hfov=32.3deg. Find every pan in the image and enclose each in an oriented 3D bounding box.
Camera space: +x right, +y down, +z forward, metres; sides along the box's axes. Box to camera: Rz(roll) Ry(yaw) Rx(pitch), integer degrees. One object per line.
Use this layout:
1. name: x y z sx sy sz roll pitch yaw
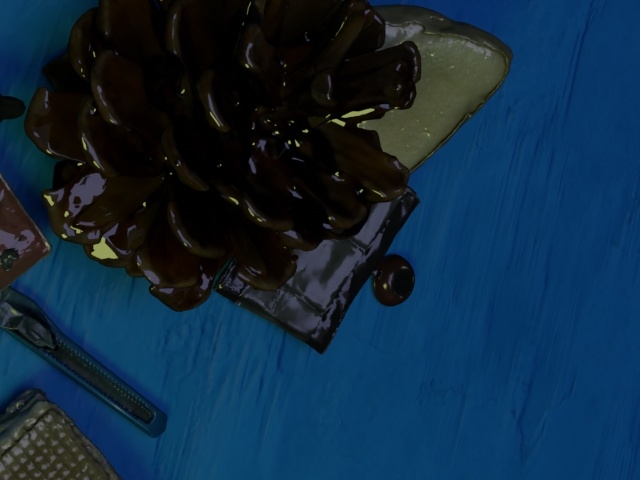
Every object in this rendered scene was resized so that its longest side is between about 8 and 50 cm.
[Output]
1. pan: 0.081 0.046 1.414 0.115 0.023 0.068 22 82 -37

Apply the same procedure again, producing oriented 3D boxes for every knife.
1. knife: -0.261 0.120 1.156 0.296 0.026 0.044 44 57 -32

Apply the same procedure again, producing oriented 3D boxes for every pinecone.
1. pinecone: -0.071 -0.116 1.071 0.384 0.384 0.384 -5 97 -37

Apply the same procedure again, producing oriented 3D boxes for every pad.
1. pad: 0.000 0.000 1.313 0.174 0.022 0.233 33 86 -26

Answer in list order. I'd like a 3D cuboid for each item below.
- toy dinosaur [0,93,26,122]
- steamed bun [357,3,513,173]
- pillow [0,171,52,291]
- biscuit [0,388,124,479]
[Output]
1. toy dinosaur: -0.338 -0.091 0.977 0.187 0.179 0.087 -50 122 -26
2. steamed bun: 0.090 -0.208 1.333 0.231 0.110 0.212 -42 116 14
3. pillow: -0.374 0.029 1.038 0.232 0.043 0.126 -40 104 -26
4. biscuit: -0.223 0.347 1.175 0.144 0.078 0.426 -47 121 -26
